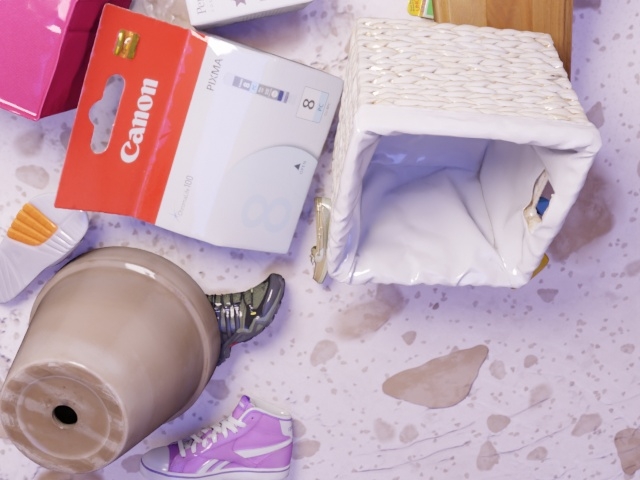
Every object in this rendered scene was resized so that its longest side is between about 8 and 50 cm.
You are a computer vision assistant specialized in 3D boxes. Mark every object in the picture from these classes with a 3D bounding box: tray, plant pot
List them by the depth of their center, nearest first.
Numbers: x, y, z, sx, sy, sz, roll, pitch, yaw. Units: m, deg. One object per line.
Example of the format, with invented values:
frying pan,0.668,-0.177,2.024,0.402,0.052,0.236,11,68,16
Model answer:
tray,0.270,-0.386,1.096,0.202,0.076,0.411,-11,134,5
plant pot,-0.344,0.206,1.150,0.323,0.280,0.323,2,110,5

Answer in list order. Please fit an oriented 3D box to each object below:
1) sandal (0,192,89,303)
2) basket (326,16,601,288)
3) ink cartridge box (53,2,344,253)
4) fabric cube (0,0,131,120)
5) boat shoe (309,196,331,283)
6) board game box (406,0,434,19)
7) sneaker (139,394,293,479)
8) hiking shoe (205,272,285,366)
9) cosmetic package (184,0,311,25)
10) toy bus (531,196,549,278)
sandal,-0.470,0.004,1.217,0.265,0.076,0.102,-37,95,25
basket,0.179,-0.125,1.105,0.331,0.266,0.328,2,140,-6
ink cartridge box,-0.171,-0.151,1.115,0.385,0.091,0.308,7,109,-40
fabric cube,-0.423,-0.338,1.001,0.254,0.258,0.259,24,102,-7
boat shoe,0.000,0.000,1.290,0.048,0.056,0.153,10,104,-2
board game box,0.279,-0.414,1.213,0.259,0.039,0.124,8,105,-8
sneaker,-0.189,0.359,1.355,0.282,0.102,0.161,1,104,-20
hiking shoe,-0.163,0.127,1.286,0.227,0.086,0.114,-43,111,7
cosmetic package,-0.119,-0.407,1.089,0.183,0.151,0.151,-14,104,-4
toy bus,0.315,-0.010,1.305,0.202,0.104,0.191,1,107,-9
